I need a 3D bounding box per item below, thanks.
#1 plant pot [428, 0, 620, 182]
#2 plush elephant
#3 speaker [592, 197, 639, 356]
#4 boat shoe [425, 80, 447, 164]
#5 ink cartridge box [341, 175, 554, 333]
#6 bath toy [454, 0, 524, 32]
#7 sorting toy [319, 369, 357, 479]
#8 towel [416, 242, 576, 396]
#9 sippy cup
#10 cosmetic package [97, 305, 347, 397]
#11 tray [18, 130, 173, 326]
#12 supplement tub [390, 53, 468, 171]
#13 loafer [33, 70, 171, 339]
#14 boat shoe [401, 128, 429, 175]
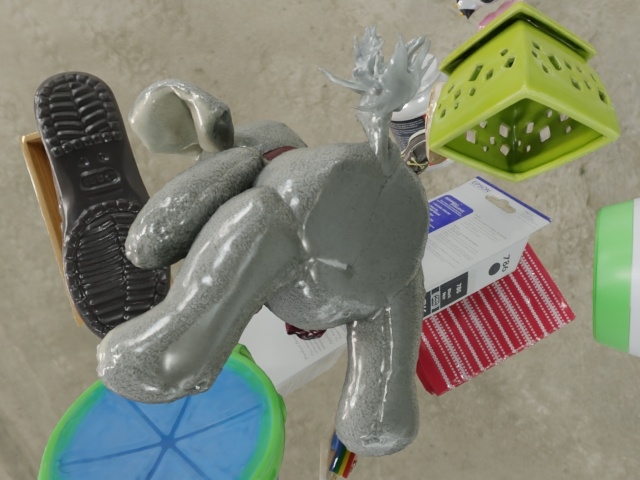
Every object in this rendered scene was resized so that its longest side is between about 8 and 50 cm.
[{"bbox_3d":[0.341,-0.255,0.931,0.227,0.207,0.228,15,157,-26],"label":"plant pot"},{"bbox_3d":[-0.044,-0.016,0.487,0.255,0.271,0.330,14,86,58],"label":"plush elephant"},{"bbox_3d":[0.347,0.032,0.353,0.296,0.131,0.131,2,112,30],"label":"speaker"},{"bbox_3d":[0.243,-0.241,1.092,0.062,0.059,0.170,-5,123,-17],"label":"boat shoe"},{"bbox_3d":[0.154,0.021,0.779,0.165,0.332,0.065,47,156,48],"label":"ink cartridge box"},{"bbox_3d":[0.460,-0.582,1.415,0.129,0.151,0.348,-44,106,-1],"label":"bath toy"},{"bbox_3d":[0.046,0.322,0.875,0.046,0.132,0.275,17,128,19],"label":"sorting toy"},{"bbox_3d":[0.256,0.112,0.902,0.274,0.031,0.199,-28,76,-2],"label":"towel"},{"bbox_3d":[-0.141,0.273,0.580,0.240,0.305,0.224,30,139,40],"label":"sippy cup"},{"bbox_3d":[-0.165,0.210,0.960,0.217,0.384,0.156,55,154,20],"label":"cosmetic package"},{"bbox_3d":[-0.469,-0.047,1.146,0.202,0.076,0.412,-17,91,3],"label":"tray"},{"bbox_3d":[0.277,-0.341,1.458,0.191,0.191,0.272,-9,134,28],"label":"supplement tub"},{"bbox_3d":[-0.296,-0.042,0.756,0.130,0.133,0.367,180,80,-71],"label":"loafer"},{"bbox_3d":[0.235,-0.199,1.324,0.081,0.069,0.228,17,158,-13],"label":"boat shoe"}]
